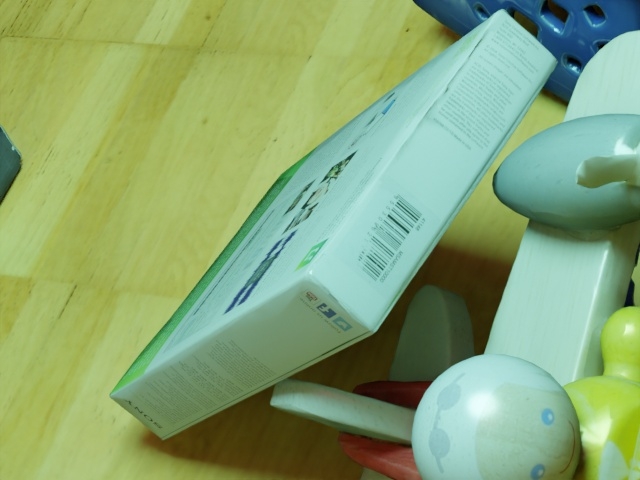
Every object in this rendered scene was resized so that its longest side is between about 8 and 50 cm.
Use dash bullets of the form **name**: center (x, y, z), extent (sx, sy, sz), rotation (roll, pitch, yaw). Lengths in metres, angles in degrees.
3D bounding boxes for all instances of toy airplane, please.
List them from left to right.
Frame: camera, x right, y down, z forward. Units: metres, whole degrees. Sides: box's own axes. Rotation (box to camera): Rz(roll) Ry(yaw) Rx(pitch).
- **toy airplane**: center (0.121, 0.117, 1.013), extent (0.384, 0.272, 0.386), rotation (-37, 58, 19)

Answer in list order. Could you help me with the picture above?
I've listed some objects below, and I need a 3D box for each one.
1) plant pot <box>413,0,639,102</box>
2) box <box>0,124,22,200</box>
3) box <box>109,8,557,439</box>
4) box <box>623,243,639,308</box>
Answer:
- **plant pot**: center (0.207, -0.255, 1.301), extent (0.236, 0.212, 0.236), rotation (36, 73, 28)
- **box**: center (-0.467, 0.041, 1.468), extent (0.318, 0.097, 0.395), rotation (5, 55, 30)
- **box**: center (0.000, 0.000, 1.175), extent (0.232, 0.058, 0.322), rotation (-53, 12, -29)
- **box**: center (0.282, 0.050, 1.096), extent (0.225, 0.136, 0.036), rotation (24, 33, 36)
